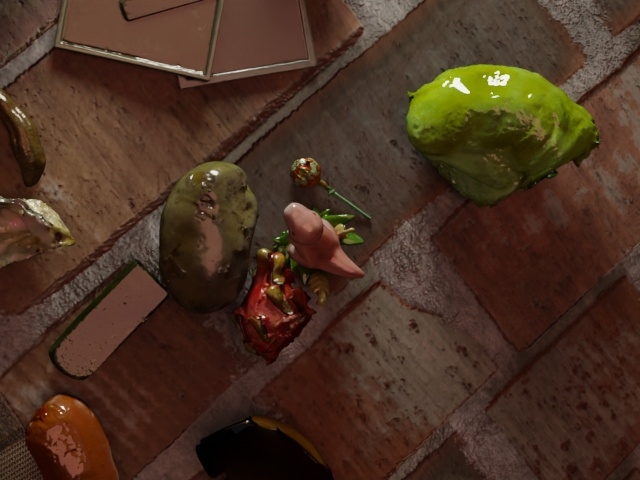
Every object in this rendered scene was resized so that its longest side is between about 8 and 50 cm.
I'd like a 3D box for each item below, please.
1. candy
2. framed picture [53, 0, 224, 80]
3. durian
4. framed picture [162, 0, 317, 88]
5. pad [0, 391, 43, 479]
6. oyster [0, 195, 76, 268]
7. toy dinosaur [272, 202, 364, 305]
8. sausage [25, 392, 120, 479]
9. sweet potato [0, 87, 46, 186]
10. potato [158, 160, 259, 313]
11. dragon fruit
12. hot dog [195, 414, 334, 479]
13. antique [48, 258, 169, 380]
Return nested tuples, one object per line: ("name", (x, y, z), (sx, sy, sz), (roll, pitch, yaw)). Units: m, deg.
("candy", (0.022, -0.088, 1.696), (0.185, 0.049, 0.055), (35, 116, -21))
("framed picture", (-0.300, -0.390, 1.581), (0.266, 0.018, 0.192), (11, 94, -10))
("durian", (0.320, -0.194, 1.676), (0.340, 0.204, 0.255), (39, 97, -13))
("framed picture", (-0.142, -0.381, 1.634), (0.252, 0.014, 0.197), (-12, 98, -13))
("pad", (-0.625, 0.432, 1.566), (0.323, 0.055, 0.250), (-35, 103, -27))
("oyster", (-0.526, -0.026, 1.548), (0.209, 0.072, 0.132), (-15, 106, 7))
("toy dinosaur", (0.007, -0.003, 1.624), (0.152, 0.177, 0.194), (-36, 104, -8))
("sausage", (-0.412, 0.383, 1.581), (0.133, 0.133, 0.258), (-19, 98, -12))
("sweet potato", (-0.497, -0.180, 1.544), (0.053, 0.054, 0.182), (-25, 99, -20))
("potato", (-0.195, -0.006, 1.587), (0.165, 0.165, 0.262), (14, 88, -15))
("dragon fruit", (-0.080, 0.114, 1.627), (0.150, 0.133, 0.207), (-6, 99, 10))
("hot dog", (-0.083, 0.425, 1.682), (0.194, 0.107, 0.326), (-30, 111, 0))
("antique", (-0.364, 0.139, 1.594), (0.221, 0.080, 0.081), (-45, 103, -5))
